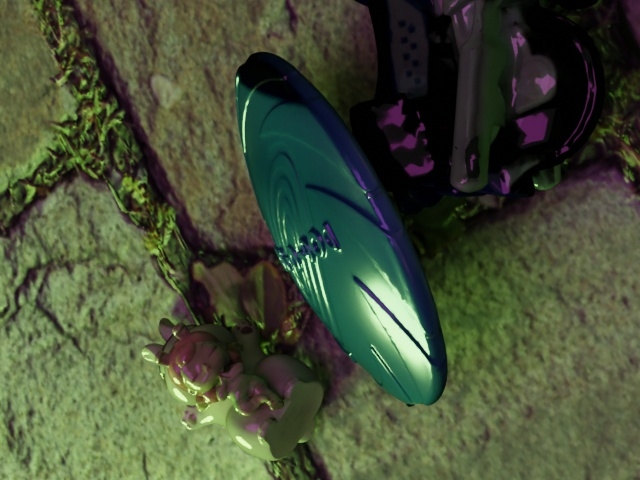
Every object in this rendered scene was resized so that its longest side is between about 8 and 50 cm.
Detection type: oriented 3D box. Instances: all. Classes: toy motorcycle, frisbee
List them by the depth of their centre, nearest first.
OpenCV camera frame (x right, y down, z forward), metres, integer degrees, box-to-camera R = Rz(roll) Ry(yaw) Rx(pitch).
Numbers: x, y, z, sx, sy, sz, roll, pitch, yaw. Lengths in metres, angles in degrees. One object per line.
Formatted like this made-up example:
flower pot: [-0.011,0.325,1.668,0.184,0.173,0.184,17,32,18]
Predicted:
toy motorcycle: [0.059,-0.180,1.075,0.196,0.125,0.331,-14,85,32]
frisbee: [0.000,0.000,1.113,0.242,0.045,0.242,55,164,25]

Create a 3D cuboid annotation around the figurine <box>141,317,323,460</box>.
figurine: [-0.071,0.081,1.242,0.146,0.081,0.098,31,152,25]
